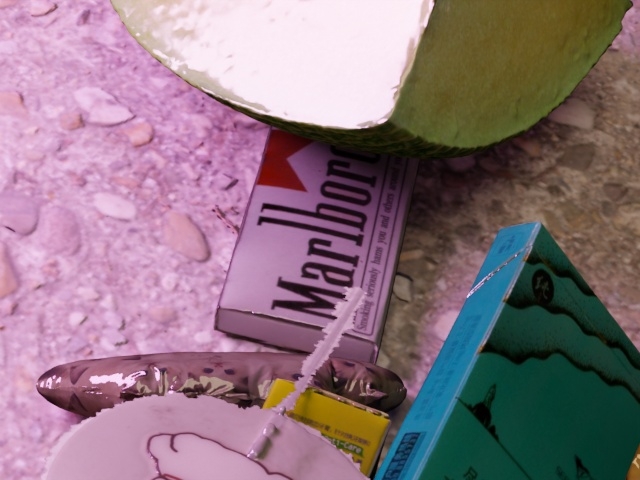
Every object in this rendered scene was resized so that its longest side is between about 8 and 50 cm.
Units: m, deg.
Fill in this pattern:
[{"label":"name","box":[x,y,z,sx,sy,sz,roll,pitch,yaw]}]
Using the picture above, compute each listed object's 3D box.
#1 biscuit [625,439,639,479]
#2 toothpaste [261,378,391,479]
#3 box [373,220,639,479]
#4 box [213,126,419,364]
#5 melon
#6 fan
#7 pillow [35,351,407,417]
[{"label":"biscuit","box":[0.328,0.139,1.116,0.308,0.040,0.205,-14,55,-19]},{"label":"toothpaste","box":[-0.051,0.236,0.935,0.077,0.110,0.327,18,51,9]},{"label":"box","box":[0.124,0.124,1.027,0.042,0.161,0.226,-10,40,44]},{"label":"box","box":[0.000,0.000,1.178,0.115,0.036,0.177,12,52,2]},{"label":"melon","box":[0.005,-0.198,1.229,0.343,0.226,0.331,17,40,37]},{"label":"fan","box":[-0.030,0.108,0.945,0.190,0.009,0.329,22,36,12]},{"label":"pillow","box":[-0.058,0.095,1.063,0.241,0.093,0.051,3,88,-9]}]
